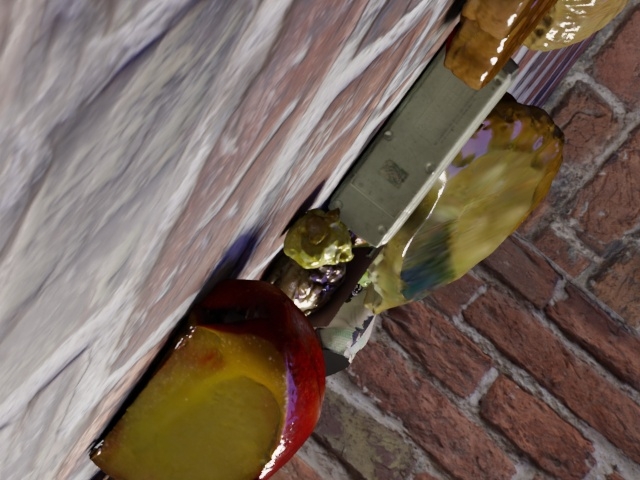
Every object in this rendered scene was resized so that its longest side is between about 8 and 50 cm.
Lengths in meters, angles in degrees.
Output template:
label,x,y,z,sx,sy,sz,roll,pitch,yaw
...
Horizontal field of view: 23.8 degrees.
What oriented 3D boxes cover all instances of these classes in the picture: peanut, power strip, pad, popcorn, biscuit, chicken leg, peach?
label,x,y,z,sx,sy,sz,roll,pitch,yaw
peanut,0.285,-0.287,1.616,0.197,0.110,0.233,-50,174,-28
power strip,0.105,-0.106,1.557,0.272,0.078,0.052,-53,176,25
pad,-0.006,0.051,1.667,0.113,0.006,0.188,-55,-160,-19
popcorn,-0.003,-0.002,1.498,0.068,0.059,0.083,-11,170,10
biscuit,0.231,-0.295,1.348,0.381,0.074,0.359,-50,173,22
chicken leg,-0.048,0.068,1.620,0.198,0.069,0.085,-46,-160,27
biscuit,0.156,-0.047,1.839,0.329,0.078,0.335,-40,149,2
peach,-0.073,0.133,1.405,0.267,0.159,0.154,-56,178,30

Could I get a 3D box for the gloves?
label,x,y,z,sx,sy,sz,roll,pitch,yaw
gloves,0.027,0.081,2.082,0.127,0.111,0.212,114,-12,-53

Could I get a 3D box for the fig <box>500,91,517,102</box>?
label,x,y,z,sx,sy,sz,roll,pitch,yaw
fig,0.195,-0.130,1.963,0.109,0.103,0.154,-5,126,-58

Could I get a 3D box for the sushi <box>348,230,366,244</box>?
label,x,y,z,sx,sy,sz,roll,pitch,yaw
sushi,0.041,-0.030,1.691,0.118,0.061,0.060,-100,-175,-77

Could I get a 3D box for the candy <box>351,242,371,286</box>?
label,x,y,z,sx,sy,sz,roll,pitch,yaw
candy,0.005,0.061,1.923,0.335,0.093,0.092,-34,150,-47
